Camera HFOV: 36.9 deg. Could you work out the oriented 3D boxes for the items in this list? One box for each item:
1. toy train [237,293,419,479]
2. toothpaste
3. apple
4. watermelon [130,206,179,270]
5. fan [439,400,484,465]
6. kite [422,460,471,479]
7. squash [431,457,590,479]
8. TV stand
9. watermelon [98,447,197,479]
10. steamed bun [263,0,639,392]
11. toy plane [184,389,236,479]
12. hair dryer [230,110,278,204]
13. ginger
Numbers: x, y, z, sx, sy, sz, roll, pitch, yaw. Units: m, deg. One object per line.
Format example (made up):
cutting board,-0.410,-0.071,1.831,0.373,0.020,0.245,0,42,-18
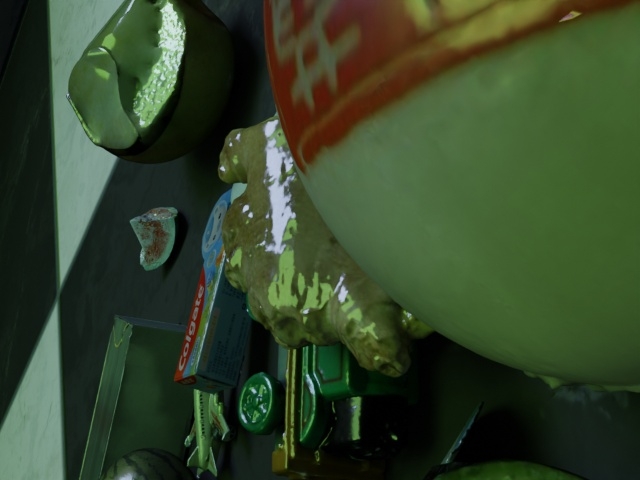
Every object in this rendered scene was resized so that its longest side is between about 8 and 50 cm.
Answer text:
toy train,0.019,0.071,0.666,0.136,0.091,0.227,-25,56,45
toothpaste,-0.091,0.046,0.901,0.070,0.044,0.193,-27,46,56
apple,-0.183,-0.190,1.081,0.188,0.174,0.207,-43,36,18
watermelon,-0.205,-0.007,1.153,0.085,0.061,0.085,-40,37,40
fan,0.052,0.168,0.564,0.175,0.005,0.113,-62,-12,19
kite,-0.003,0.234,0.497,0.015,0.152,0.285,36,85,26
squash,0.083,0.198,0.420,0.170,0.170,0.122,-106,26,-44
TV stand,-0.194,0.218,1.001,0.083,0.088,0.269,10,87,64
watermelon,-0.159,0.263,0.907,0.105,0.105,0.133,-49,60,43
steamed bun,0.108,-0.128,0.425,0.374,0.241,0.374,-41,41,48
toy plane,-0.104,0.168,0.905,0.102,0.040,0.111,-22,58,56
hair dryer,-0.031,-0.129,0.875,0.131,0.073,0.236,-51,34,42
ginger,-0.004,0.001,0.610,0.137,0.074,0.213,-30,60,29
